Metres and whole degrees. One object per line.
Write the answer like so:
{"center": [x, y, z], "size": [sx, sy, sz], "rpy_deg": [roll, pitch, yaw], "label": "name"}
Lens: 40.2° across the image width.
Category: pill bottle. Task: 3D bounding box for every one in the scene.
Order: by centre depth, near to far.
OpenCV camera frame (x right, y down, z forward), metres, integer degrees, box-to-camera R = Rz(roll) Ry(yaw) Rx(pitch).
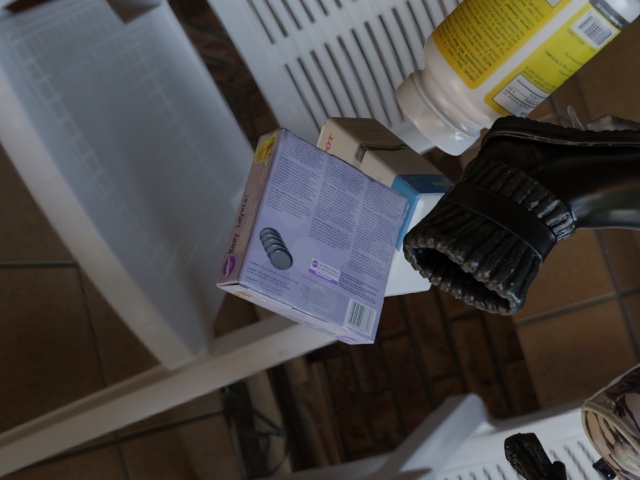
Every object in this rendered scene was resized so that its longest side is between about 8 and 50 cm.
{"center": [0.273, -0.283, 1.262], "size": [0.188, 0.334, 0.188], "rpy_deg": [35, 29, -23], "label": "pill bottle"}

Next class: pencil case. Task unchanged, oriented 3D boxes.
{"center": [0.607, 0.237, 1.383], "size": [0.183, 0.410, 0.160], "rpy_deg": [61, -18, -1], "label": "pencil case"}

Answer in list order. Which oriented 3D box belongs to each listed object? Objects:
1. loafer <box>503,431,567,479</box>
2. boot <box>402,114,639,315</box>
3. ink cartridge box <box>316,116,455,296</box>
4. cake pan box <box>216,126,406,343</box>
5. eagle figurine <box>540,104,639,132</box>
{"center": [0.421, 0.435, 1.607], "size": [0.223, 0.078, 0.076], "rpy_deg": [-125, -161, -51], "label": "loafer"}
{"center": [0.303, -0.017, 1.095], "size": [0.260, 0.348, 0.131], "rpy_deg": [-52, 138, -31], "label": "boot"}
{"center": [0.110, -0.073, 1.686], "size": [0.129, 0.223, 0.307], "rpy_deg": [-5, 36, -35], "label": "ink cartridge box"}
{"center": [0.000, 0.000, 1.282], "size": [0.267, 0.070, 0.245], "rpy_deg": [25, 70, -32], "label": "cake pan box"}
{"center": [0.523, -0.117, 1.590], "size": [0.226, 0.298, 0.225], "rpy_deg": [-23, 120, -54], "label": "eagle figurine"}
